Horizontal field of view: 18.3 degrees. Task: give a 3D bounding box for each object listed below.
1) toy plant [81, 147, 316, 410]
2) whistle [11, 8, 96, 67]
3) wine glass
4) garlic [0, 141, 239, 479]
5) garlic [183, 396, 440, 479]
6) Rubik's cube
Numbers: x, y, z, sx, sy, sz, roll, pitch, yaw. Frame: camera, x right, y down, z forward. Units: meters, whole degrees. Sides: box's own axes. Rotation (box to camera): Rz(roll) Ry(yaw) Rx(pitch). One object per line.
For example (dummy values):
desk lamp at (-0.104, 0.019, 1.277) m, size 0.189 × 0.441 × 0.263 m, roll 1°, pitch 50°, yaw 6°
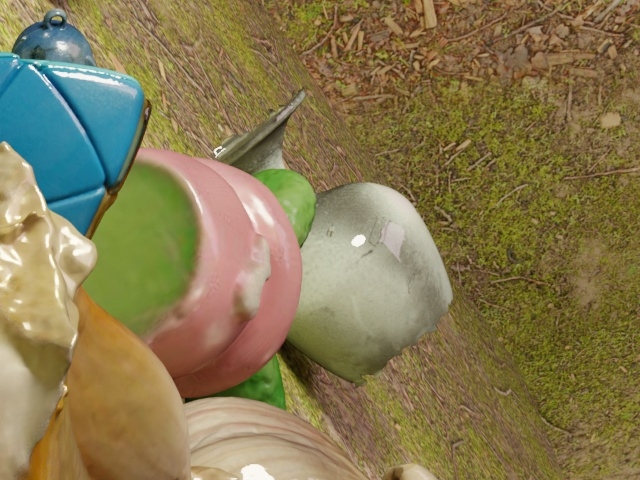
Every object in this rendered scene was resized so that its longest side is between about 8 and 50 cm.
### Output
toy plant at (-0.115, 0.061, 1.751) m, size 0.356 × 0.210 × 0.317 m, roll 38°, pitch 56°, yaw -74°
whistle at (-0.268, -0.163, 1.984) m, size 0.090 × 0.090 × 0.158 m, roll -109°, pitch -156°, yaw -50°
wine glass at (0.000, 0.000, 2.374) m, size 0.323 × 0.238 × 0.238 m, roll 49°, pitch 11°, yaw -8°
garlic at (-0.177, 0.128, 1.179) m, size 0.286 × 0.249 × 0.313 m, roll 47°, pitch -20°, yaw 35°
garlic at (-0.034, 0.255, 1.454) m, size 0.322 × 0.241 × 0.322 m, roll 34°, pitch -45°, yaw 43°
Rubik's cube at (-0.286, -0.064, 1.409) m, size 0.254 × 0.254 × 0.254 m, roll 56°, pitch 10°, yaw -16°
